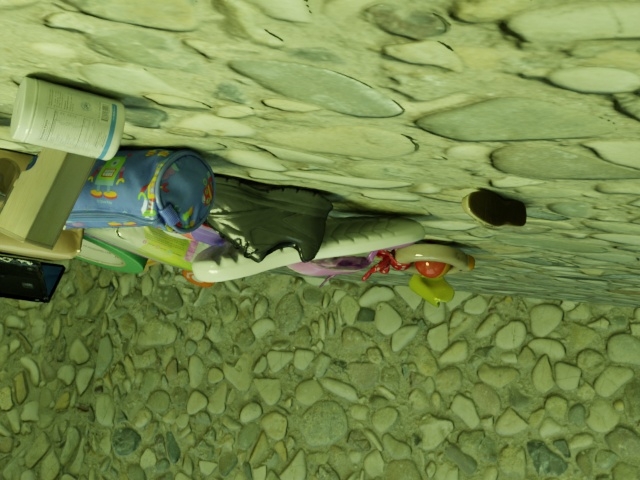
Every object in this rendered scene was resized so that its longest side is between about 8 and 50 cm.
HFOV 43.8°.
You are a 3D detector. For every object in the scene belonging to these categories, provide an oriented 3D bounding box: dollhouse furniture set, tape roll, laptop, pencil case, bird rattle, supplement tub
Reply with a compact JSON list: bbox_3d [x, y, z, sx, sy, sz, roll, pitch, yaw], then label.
[{"bbox_3d":[-0.441,-0.113,1.049,0.242,0.161,0.212,24,175,5],"label":"dollhouse furniture set"},{"bbox_3d":[-0.532,-0.021,1.768,0.321,0.077,0.321,17,163,5],"label":"tape roll"},{"bbox_3d":[-0.616,0.031,1.490,0.234,0.136,0.264,8,150,-8],"label":"laptop"},{"bbox_3d":[-0.306,-0.071,1.169,0.306,0.133,0.119,3,143,30],"label":"pencil case"},{"bbox_3d":[0.222,0.039,1.775,0.254,0.143,0.207,28,152,-34],"label":"bird rattle"},{"bbox_3d":[-0.273,-0.131,0.863,0.107,0.071,0.071,11,173,-29],"label":"supplement tub"}]

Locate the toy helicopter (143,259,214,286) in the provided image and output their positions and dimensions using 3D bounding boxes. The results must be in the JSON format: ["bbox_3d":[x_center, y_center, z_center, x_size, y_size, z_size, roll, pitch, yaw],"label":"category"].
[{"bbox_3d":[-0.404,0.017,1.981,0.235,0.140,0.355,38,146,-30],"label":"toy helicopter"}]

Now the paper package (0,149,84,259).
[{"bbox_3d":[-0.602,-0.065,1.402,0.325,0.168,0.309,10,173,-26],"label":"paper package"}]

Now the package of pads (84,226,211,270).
[{"bbox_3d":[-0.326,-0.014,1.580,0.229,0.101,0.297,9,168,46],"label":"package of pads"}]

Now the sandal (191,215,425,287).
[{"bbox_3d":[-0.018,0.032,1.433,0.417,0.102,0.169,-8,-162,1],"label":"sandal"}]

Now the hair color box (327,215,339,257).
[{"bbox_3d":[0.000,0.000,1.599,0.053,0.093,0.167,5,174,16],"label":"hair color box"}]

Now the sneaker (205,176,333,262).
[{"bbox_3d":[-0.128,-0.032,1.304,0.286,0.130,0.109,9,175,1],"label":"sneaker"}]

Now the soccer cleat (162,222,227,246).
[{"bbox_3d":[-0.161,-0.030,1.502,0.116,0.108,0.318,-5,165,38],"label":"soccer cleat"}]

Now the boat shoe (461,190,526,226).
[{"bbox_3d":[0.243,-0.040,1.147,0.135,0.050,0.045,13,166,-41],"label":"boat shoe"}]
